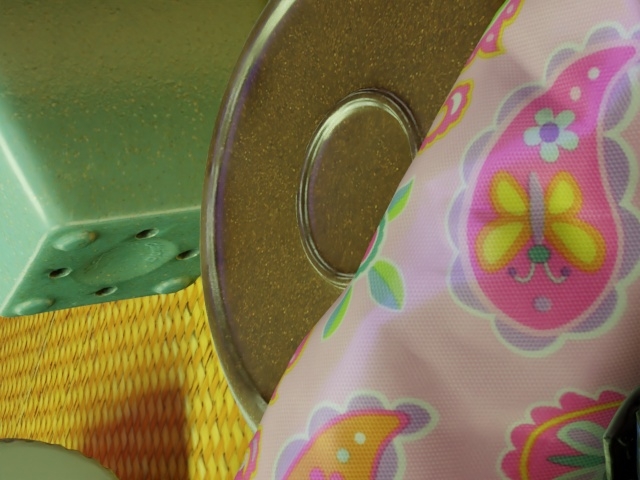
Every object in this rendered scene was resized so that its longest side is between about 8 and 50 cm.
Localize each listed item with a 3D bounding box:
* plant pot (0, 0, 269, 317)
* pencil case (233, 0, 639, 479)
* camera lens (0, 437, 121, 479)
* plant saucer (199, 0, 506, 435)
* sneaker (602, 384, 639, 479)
[{"bbox_3d":[-0.165,-0.093,1.067,0.248,0.247,0.252,-48,56,54],"label":"plant pot"},{"bbox_3d":[0.071,0.016,0.526,0.284,0.124,0.124,-62,27,15],"label":"pencil case"},{"bbox_3d":[-0.243,0.264,1.127,0.274,0.219,0.219,143,132,-60],"label":"camera lens"},{"bbox_3d":[0.032,-0.020,0.690,0.310,0.050,0.310,-12,75,51],"label":"plant saucer"},{"bbox_3d":[0.117,0.090,0.480,0.081,0.090,0.232,-110,36,-50],"label":"sneaker"}]
